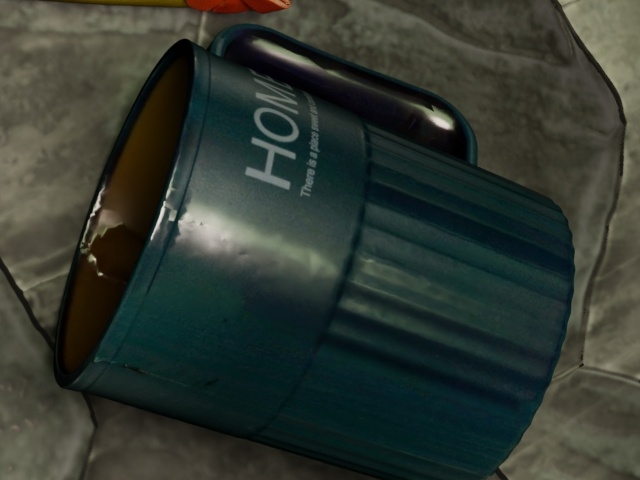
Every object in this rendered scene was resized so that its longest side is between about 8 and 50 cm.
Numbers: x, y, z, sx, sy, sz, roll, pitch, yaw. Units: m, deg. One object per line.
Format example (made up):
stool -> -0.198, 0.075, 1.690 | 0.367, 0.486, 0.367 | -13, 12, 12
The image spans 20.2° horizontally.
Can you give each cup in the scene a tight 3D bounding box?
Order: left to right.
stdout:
cup -> -0.007, 0.017, 1.246 | 0.292, 0.308, 0.242 | 20, 106, -15

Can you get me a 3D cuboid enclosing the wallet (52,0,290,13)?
wallet -> -0.118, -0.200, 1.271 | 0.241, 0.141, 0.067 | -1, 86, -19
